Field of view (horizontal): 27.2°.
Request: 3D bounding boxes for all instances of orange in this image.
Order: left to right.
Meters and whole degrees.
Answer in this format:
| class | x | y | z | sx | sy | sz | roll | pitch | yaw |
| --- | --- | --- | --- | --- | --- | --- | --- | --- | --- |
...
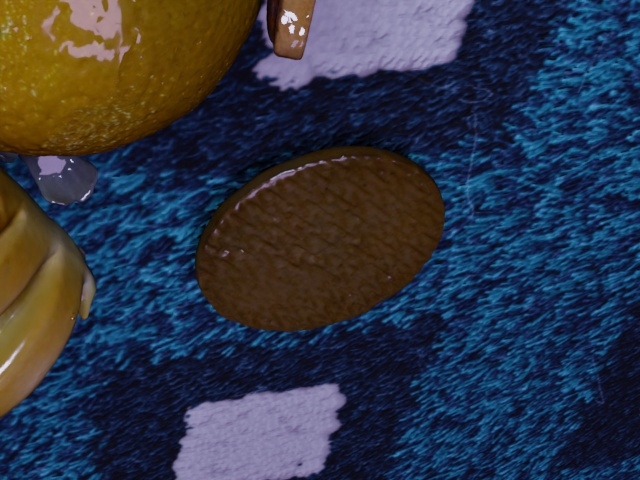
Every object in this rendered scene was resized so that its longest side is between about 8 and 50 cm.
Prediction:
| class | x | y | z | sx | sy | sz | roll | pitch | yaw |
| --- | --- | --- | --- | --- | --- | --- | --- | --- | --- |
| orange | -0.159 | -0.186 | 0.812 | 0.274 | 0.274 | 0.274 | -14 | 142 | -11 |

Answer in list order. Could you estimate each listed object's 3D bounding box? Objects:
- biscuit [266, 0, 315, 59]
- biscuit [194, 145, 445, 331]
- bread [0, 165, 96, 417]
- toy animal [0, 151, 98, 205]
| class | x | y | z | sx | sy | sz | roll | pitch | yaw |
| --- | --- | --- | --- | --- | --- | --- | --- | --- | --- |
| biscuit | -0.003 | -0.221 | 0.866 | 0.043 | 0.280 | 0.183 | 14 | 145 | 1 |
| biscuit | 0.000 | 0.000 | 1.309 | 0.262 | 0.037 | 0.262 | -14 | 142 | -11 |
| bread | -0.347 | 0.027 | 0.959 | 0.315 | 0.211 | 0.270 | 7 | 155 | 25 |
| toy animal | -0.230 | -0.126 | 0.974 | 0.272 | 0.160 | 0.197 | -32 | 140 | 2 |
